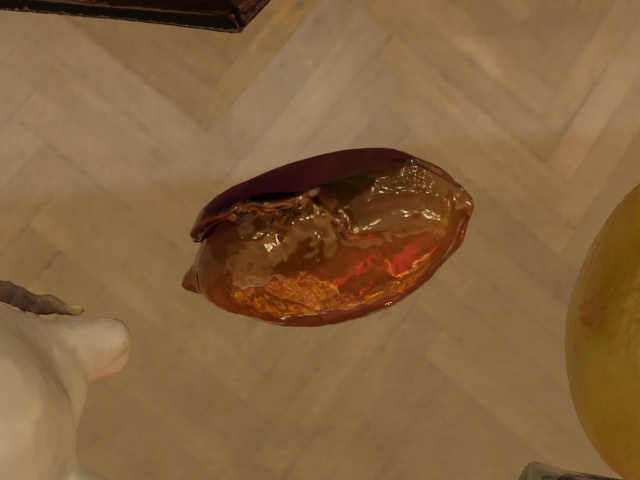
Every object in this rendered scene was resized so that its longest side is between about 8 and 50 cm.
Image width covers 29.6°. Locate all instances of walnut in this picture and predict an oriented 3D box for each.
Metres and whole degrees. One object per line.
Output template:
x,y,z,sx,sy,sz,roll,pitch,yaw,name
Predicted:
0.000,0.000,0.941,0.245,0.137,0.137,-14,81,11,walnut

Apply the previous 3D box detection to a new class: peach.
0.352,0.062,0.931,0.281,0.314,0.316,13,101,-40,peach

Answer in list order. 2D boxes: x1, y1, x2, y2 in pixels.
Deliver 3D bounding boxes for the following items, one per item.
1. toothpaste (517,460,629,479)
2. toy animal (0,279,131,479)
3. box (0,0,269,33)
0.157,0.151,0.659,0.038,0.233,0.060,25,75,-14,toothpaste
-0.185,0.144,0.569,0.249,0.174,0.289,44,24,-37,toy animal
-0.147,-0.299,0.809,0.345,0.251,0.204,-4,65,-41,box
